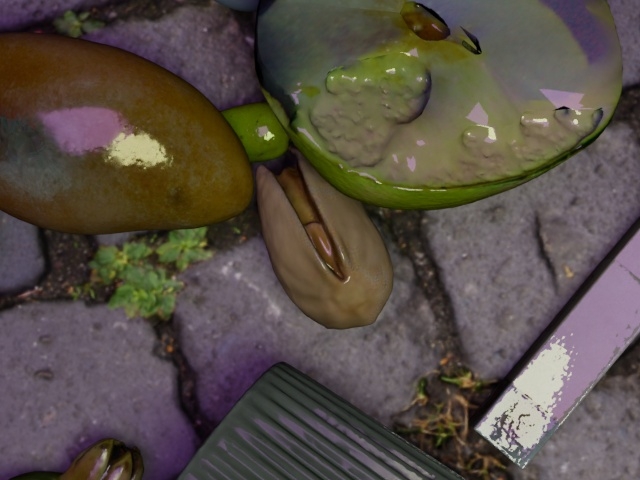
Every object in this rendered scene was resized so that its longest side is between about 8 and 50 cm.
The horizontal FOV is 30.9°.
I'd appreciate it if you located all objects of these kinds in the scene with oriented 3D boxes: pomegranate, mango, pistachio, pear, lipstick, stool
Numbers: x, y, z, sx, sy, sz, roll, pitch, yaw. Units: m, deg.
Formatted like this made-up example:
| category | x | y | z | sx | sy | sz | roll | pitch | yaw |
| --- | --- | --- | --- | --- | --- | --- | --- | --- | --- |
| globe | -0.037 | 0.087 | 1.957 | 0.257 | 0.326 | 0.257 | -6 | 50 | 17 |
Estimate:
| category | x | y | z | sx | sy | sz | roll | pitch | yaw |
| --- | --- | --- | --- | --- | --- | --- | --- | --- | --- |
| pomegranate | -0.294 | 0.349 | 1.313 | 0.240 | 0.159 | 0.190 | -23 | 87 | -4 |
| mango | -0.259 | -0.111 | 1.310 | 0.383 | 0.199 | 0.222 | 19 | 97 | -1 |
| pistachio | 0.000 | 0.000 | 1.315 | 0.126 | 0.152 | 0.223 | -29 | 80 | 1 |
| pear | 0.116 | -0.179 | 1.280 | 0.398 | 0.165 | 0.399 | 3 | 62 | -6 |
| mango | -0.085 | -0.129 | 1.375 | 0.108 | 0.056 | 0.073 | 5 | 84 | 15 |
| lipstick | 0.319 | 0.094 | 1.335 | 0.079 | 0.076 | 0.371 | 39 | 90 | 4 |
| stool | 0.012 | 0.324 | 1.239 | 0.330 | 0.297 | 0.297 | 36 | 90 | 7 |

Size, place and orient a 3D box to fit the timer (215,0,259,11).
| category | x | y | z | sx | sy | sz | roll | pitch | yaw |
| --- | --- | --- | --- | --- | --- | --- | --- | --- | --- |
| timer | -0.081 | -0.388 | 1.312 | 0.175 | 0.175 | 0.256 | 3 | 112 | 3 |
